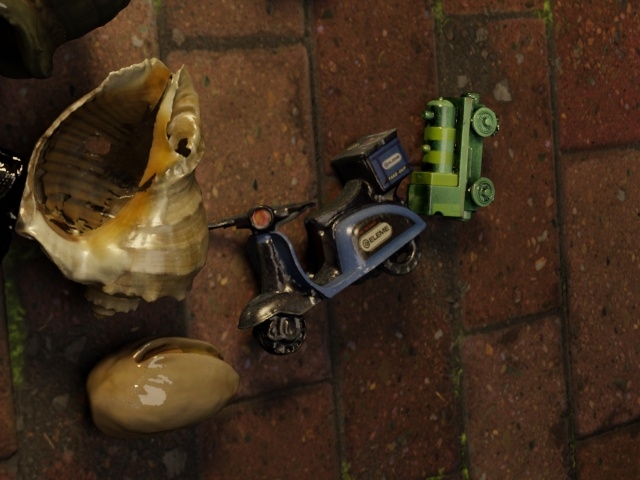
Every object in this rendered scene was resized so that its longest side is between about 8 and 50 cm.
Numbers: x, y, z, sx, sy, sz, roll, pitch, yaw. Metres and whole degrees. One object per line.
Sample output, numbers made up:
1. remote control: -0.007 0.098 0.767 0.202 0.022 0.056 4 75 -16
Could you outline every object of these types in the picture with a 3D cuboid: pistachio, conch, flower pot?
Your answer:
1. pistachio: -0.205 0.189 1.727 0.223 0.126 0.152 -8 131 -41
2. conch: -0.256 -0.063 1.627 0.263 0.186 0.324 9 88 -43
3. flower pot: -0.348 -0.334 1.497 0.213 0.302 0.302 -47 119 -14

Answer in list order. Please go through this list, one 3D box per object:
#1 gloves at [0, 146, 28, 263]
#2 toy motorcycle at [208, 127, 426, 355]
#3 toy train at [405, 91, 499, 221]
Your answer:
1. gloves: -0.482 -0.043 1.480 0.301 0.152 0.197 8 101 -41
2. toy motorcycle: 0.000 0.000 1.877 0.358 0.125 0.212 -36 105 -32
3. toy train: 0.202 -0.129 2.041 0.132 0.083 0.200 1 91 -34
